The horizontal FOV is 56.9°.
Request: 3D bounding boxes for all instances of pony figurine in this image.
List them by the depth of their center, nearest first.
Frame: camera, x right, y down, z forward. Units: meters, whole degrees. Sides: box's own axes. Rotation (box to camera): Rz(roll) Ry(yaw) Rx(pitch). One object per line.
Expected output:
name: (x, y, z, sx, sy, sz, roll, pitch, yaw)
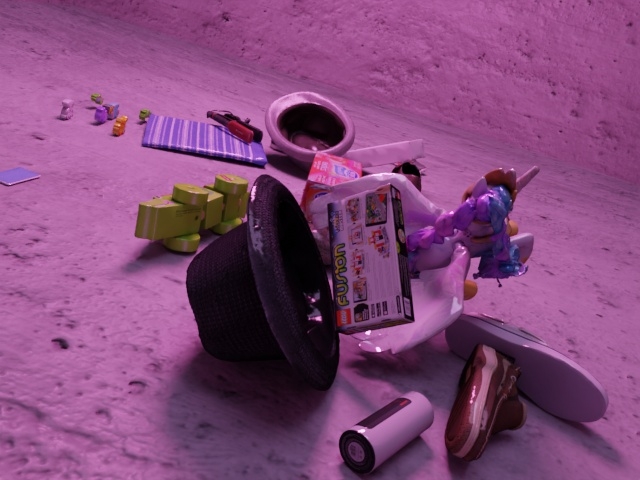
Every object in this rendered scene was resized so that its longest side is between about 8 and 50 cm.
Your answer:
pony figurine: (0.197, 0.013, 0.992, 0.302, 0.351, 0.363, 69, 11, 22)

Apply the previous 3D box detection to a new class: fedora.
fedora: (-0.085, 0.070, 0.815, 0.153, 0.333, 0.334, -16, 22, 8)
fedora: (-0.030, -0.297, 1.718, 0.244, 0.124, 0.275, -32, 61, -24)

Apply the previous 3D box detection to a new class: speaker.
speaker: (0.085, 0.236, 0.736, 0.055, 0.055, 0.136, 32, 28, 33)

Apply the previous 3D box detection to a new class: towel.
towel: (-0.324, -0.282, 1.680, 0.337, 0.040, 0.243, 7, 26, -15)

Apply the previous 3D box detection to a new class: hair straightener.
hair straightener: (-0.252, -0.342, 1.754, 0.231, 0.047, 0.089, 27, 28, 33)

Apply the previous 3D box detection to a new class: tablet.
tablet: (-0.606, -0.128, 1.171, 0.054, 0.006, 0.083, 22, 25, 13)

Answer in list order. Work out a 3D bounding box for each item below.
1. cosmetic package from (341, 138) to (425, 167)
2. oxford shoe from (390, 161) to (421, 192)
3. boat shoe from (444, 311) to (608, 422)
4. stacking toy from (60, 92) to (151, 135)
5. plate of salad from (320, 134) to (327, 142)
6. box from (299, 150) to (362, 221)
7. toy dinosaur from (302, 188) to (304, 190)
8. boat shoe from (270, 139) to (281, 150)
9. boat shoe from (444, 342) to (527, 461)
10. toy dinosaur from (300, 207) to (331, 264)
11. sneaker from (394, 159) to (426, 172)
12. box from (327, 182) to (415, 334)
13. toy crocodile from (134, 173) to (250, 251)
cosmetic package: (0.181, -0.256, 1.767, 0.239, 0.060, 0.099, -4, 11, 33)
oxford shoe: (0.261, -0.188, 1.749, 0.097, 0.098, 0.271, 14, 23, -6)
boat shoe: (0.334, 0.192, 0.956, 0.268, 0.096, 0.088, 22, 27, 36)
stacking toy: (-0.591, -0.352, 1.643, 0.167, 0.052, 0.221, 18, 21, 0)
plate of salad: (0.024, -0.332, 1.888, 0.200, 0.048, 0.200, 46, 9, -10)
box: (0.023, -0.105, 1.372, 0.123, 0.128, 0.256, 15, 22, -2)
toy dinosaur: (0.007, -0.133, 1.567, 0.082, 0.047, 0.090, 30, 58, 9)
boat shoe: (-0.068, -0.366, 1.944, 0.112, 0.095, 0.335, 20, 23, 10)
boat shoe: (0.242, 0.224, 0.819, 0.095, 0.095, 0.257, 28, 25, 12)
toy dinosaur: (0.000, 0.000, 1.177, 0.314, 0.121, 0.160, 10, 39, -28)
sneaker: (0.292, -0.280, 2.020, 0.158, 0.064, 0.061, 24, 24, 19)
box: (0.071, 0.027, 0.874, 0.114, 0.206, 0.036, -16, -25, 30)
toy crocodile: (-0.233, -0.062, 1.131, 0.105, 0.115, 0.341, 19, 21, 22)
